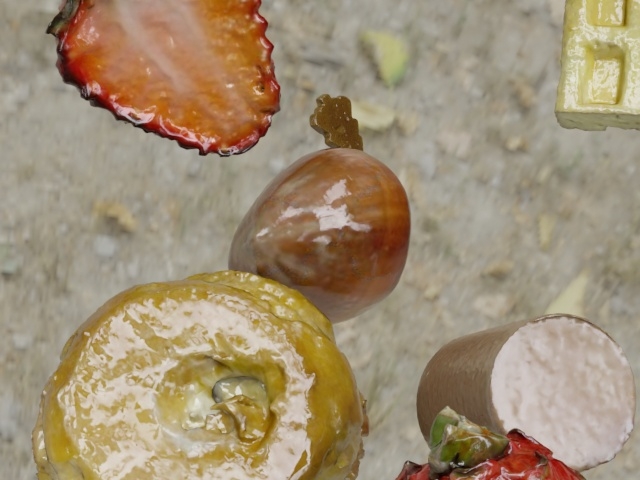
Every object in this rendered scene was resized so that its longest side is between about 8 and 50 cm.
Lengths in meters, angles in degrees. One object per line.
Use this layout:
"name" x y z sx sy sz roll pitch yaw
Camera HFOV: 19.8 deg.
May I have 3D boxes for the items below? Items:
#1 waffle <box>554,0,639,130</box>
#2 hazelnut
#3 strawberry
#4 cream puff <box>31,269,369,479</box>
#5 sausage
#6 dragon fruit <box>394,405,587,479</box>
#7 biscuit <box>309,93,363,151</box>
"waffle" 0.345 -0.182 1.647 0.274 0.057 0.168 3 79 23
"hazelnut" 0.000 0.000 1.975 0.214 0.214 0.176 -27 60 -25
"strawberry" -0.133 -0.185 1.625 0.190 0.236 0.111 -35 29 6
"cream puff" -0.117 0.200 1.819 0.327 0.231 0.343 6 69 2
"sausage" 0.153 0.127 1.462 0.123 0.253 0.123 2 82 -13
"dragon fruit" 0.107 0.219 1.214 0.172 0.172 0.209 12 100 -5
"biscuit" 0.023 -0.129 2.134 0.092 0.016 0.082 58 39 -10
